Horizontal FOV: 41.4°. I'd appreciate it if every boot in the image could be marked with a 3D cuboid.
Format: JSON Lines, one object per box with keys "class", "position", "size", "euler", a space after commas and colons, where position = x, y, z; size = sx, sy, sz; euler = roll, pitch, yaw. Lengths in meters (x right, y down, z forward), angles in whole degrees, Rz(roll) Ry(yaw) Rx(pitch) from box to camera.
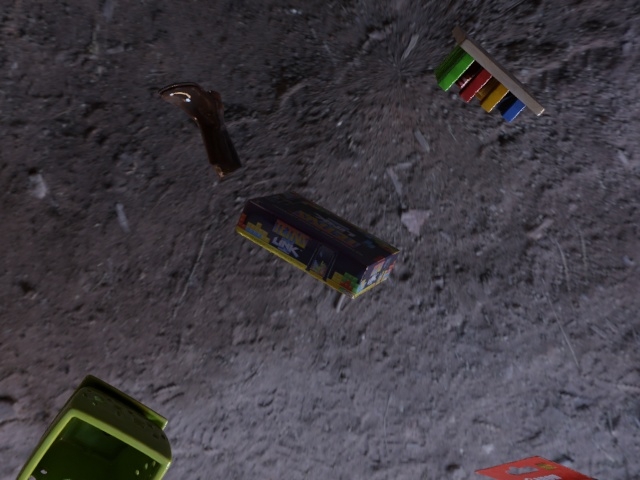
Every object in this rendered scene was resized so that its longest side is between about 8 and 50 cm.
{"class": "boot", "position": [-0.144, -0.132, 1.033], "size": [0.037, 0.106, 0.114], "euler": [-24, 75, 37]}

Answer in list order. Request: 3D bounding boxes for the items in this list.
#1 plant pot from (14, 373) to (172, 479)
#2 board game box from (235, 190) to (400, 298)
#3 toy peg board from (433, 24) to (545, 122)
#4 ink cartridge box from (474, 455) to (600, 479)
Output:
{"class": "plant pot", "position": [-0.437, 0.412, 1.668], "size": [0.228, 0.207, 0.227], "euler": [34, 100, -14]}
{"class": "board game box", "position": [0.000, 0.000, 1.054], "size": [0.170, 0.141, 0.048], "euler": [29, 105, 14]}
{"class": "toy peg board", "position": [0.248, -0.240, 1.302], "size": [0.160, 0.161, 0.079], "euler": [40, 109, -10]}
{"class": "ink cartridge box", "position": [0.258, 0.274, 0.846], "size": [0.179, 0.145, 0.045], "euler": [22, 65, -7]}
